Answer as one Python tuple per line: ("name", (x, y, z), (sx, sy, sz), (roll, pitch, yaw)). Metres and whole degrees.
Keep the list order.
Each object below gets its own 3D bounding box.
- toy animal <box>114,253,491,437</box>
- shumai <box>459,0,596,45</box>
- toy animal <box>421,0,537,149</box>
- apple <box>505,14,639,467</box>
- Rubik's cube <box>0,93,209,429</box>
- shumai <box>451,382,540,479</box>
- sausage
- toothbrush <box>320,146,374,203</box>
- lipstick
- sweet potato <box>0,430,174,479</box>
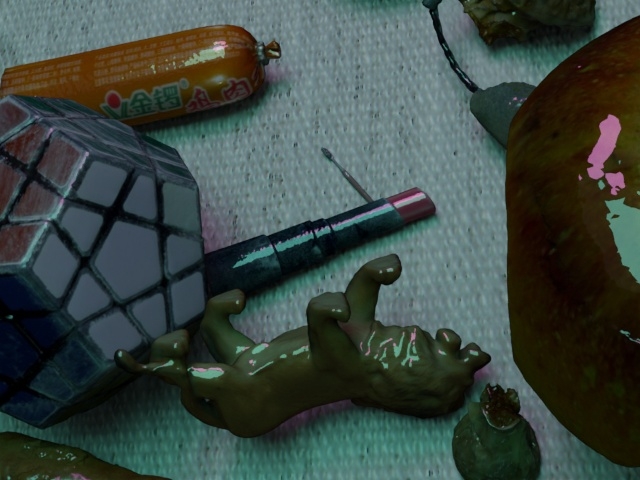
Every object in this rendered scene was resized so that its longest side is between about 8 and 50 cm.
("toy animal", (-0.007, 0.114, 1.147), (0.312, 0.158, 0.097), (-14, 20, 4))
("shumai", (0.198, -0.262, 1.316), (0.116, 0.145, 0.146), (-29, 47, 49))
("toy animal", (0.177, -0.148, 1.270), (0.079, 0.070, 0.253), (-38, 63, -3))
("apple", (0.299, 0.015, 0.990), (0.374, 0.374, 0.384), (26, 68, 29))
("Rubik's cube", (-0.251, 0.017, 1.219), (0.319, 0.319, 0.264), (-4, 35, 17))
("shumai", (0.147, 0.170, 1.107), (0.082, 0.080, 0.083), (-39, 59, -2))
("sausage", (-0.191, -0.172, 1.405), (0.312, 0.093, 0.093), (-10, 60, 14))
("toothbrush", (0.029, -0.064, 1.318), (0.006, 0.008, 0.097), (-46, 58, 8))
("lipstick", (0.000, 0.000, 1.270), (0.234, 0.053, 0.053), (-20, 58, 6))
("sweet potato", (-0.268, 0.231, 1.213), (0.354, 0.095, 0.106), (0, 18, 17))
